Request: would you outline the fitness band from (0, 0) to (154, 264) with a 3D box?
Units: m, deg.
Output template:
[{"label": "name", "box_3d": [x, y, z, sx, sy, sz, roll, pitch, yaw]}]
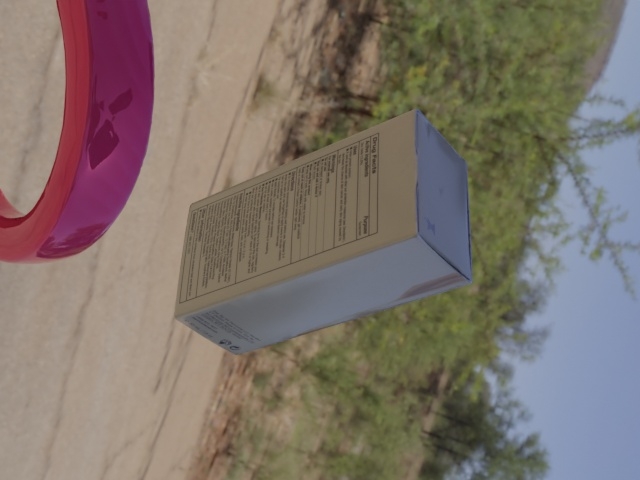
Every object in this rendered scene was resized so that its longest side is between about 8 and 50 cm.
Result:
[{"label": "fitness band", "box_3d": [-0.181, -0.129, 0.548, 0.054, 0.209, 0.291, -3, 76, -51]}]

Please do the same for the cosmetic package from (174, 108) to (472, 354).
[{"label": "cosmetic package", "box_3d": [0.000, 0.000, 0.381, 0.041, 0.115, 0.060, 39, 44, -42]}]
